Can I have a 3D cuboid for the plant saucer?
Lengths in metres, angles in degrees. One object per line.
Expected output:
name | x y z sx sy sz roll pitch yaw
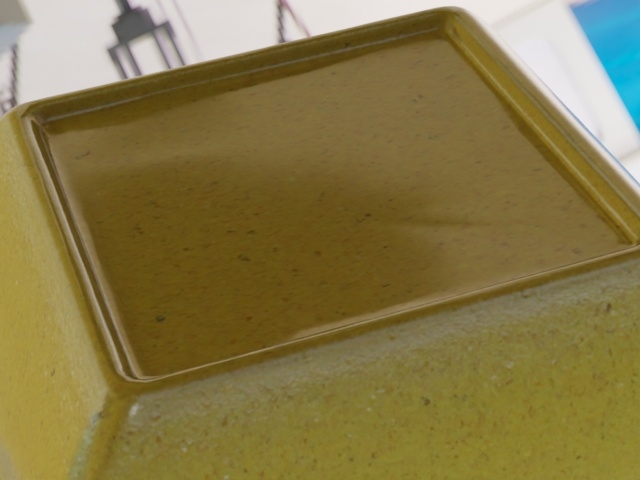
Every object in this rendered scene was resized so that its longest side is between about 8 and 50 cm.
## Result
plant saucer | 0.000 0.000 0.728 0.333 0.332 0.081 -15 127 -13
